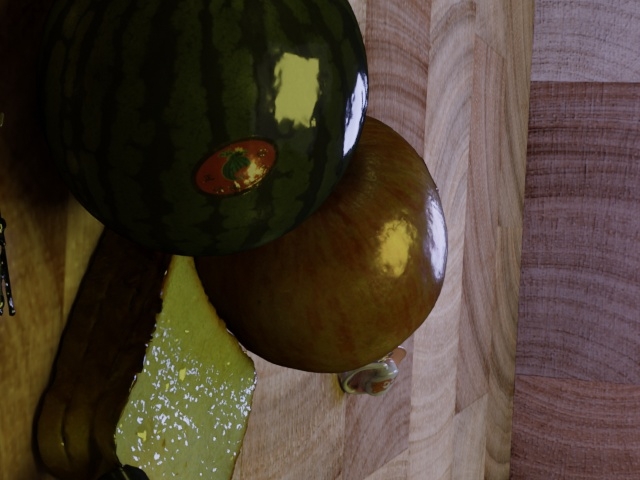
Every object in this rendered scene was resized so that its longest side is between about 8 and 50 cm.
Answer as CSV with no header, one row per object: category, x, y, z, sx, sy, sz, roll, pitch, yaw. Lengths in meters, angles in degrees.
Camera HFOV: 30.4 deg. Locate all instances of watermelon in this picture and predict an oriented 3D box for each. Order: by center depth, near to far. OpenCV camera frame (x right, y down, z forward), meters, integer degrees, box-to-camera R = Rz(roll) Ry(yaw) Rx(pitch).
watermelon,-0.072,-0.097,0.731,0.212,0.212,0.212,3,90,-72

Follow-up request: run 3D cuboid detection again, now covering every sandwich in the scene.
sandwich,-0.116,0.117,0.857,0.214,0.065,0.186,66,33,-55

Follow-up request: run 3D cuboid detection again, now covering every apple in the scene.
apple,0.000,0.000,0.965,0.188,0.211,0.211,68,31,-52

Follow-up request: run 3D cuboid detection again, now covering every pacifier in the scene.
pacifier,0.056,0.142,1.406,0.099,0.081,0.078,108,-34,-51

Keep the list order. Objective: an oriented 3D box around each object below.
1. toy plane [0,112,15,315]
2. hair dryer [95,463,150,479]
toy plane,-0.191,-0.013,0.636,0.031,0.049,0.120,47,31,-66
hair dryer,-0.145,0.320,0.634,0.359,0.304,0.120,-46,139,-3
